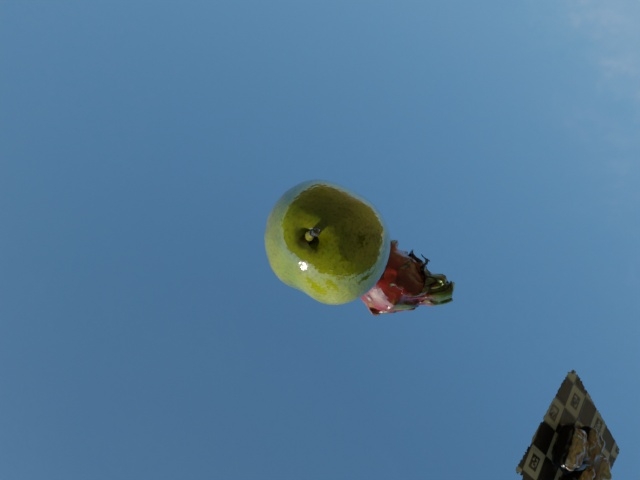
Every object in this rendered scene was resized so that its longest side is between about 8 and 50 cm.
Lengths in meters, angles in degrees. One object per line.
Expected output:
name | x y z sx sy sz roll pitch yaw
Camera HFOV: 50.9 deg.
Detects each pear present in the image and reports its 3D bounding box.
pear | 0.000 0.000 0.911 0.180 0.166 0.216 43 -172 17

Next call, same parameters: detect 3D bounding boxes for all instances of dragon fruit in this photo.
dragon fruit | 0.203 0.084 1.734 0.269 0.198 0.200 -9 -98 5

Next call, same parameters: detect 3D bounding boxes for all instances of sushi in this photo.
sushi | 0.393 0.328 1.004 0.192 0.040 0.210 -51 -62 -26
